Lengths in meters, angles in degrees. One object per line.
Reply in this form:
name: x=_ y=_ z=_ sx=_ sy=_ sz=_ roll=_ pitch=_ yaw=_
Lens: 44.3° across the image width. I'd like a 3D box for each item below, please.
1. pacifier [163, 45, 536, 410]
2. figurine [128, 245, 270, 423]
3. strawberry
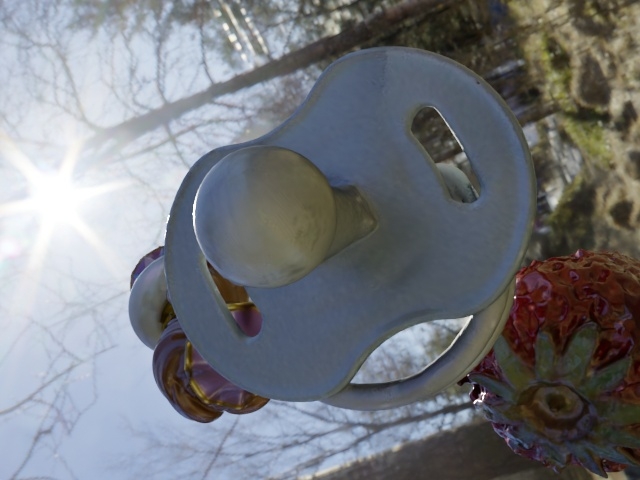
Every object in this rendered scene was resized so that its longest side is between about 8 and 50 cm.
pacifier: x=0.000 y=0.000 z=0.533 sx=0.244 sy=0.299 sz=0.233 roll=61 pitch=-162 yaw=16
figurine: x=-0.131 y=0.099 z=0.883 sx=0.263 sy=0.142 sz=0.189 roll=41 pitch=135 yaw=53
strawberry: x=0.252 y=0.090 z=0.720 sx=0.244 sy=0.205 sz=0.205 roll=-37 pitch=-75 yaw=-50
